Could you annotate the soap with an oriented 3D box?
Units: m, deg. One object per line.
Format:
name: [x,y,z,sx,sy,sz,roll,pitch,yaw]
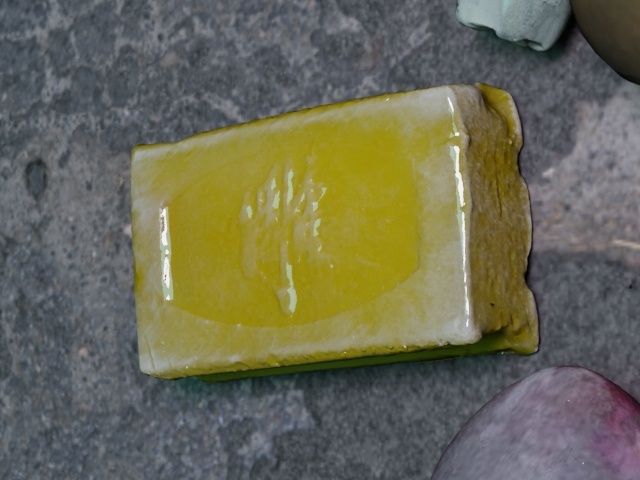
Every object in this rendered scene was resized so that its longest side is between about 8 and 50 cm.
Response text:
soap: [0.000,0.000,1.182,0.314,0.091,0.199,-8,84,38]

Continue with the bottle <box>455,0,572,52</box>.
bottle: [0.166,-0.263,1.075,0.083,0.083,0.270,24,98,36]

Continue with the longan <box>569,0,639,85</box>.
longan: [0.237,-0.169,0.963,0.189,0.189,0.189,-3,85,38]

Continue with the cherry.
cherry: [0.148,0.171,1.027,0.176,0.140,0.176,-16,55,25]
